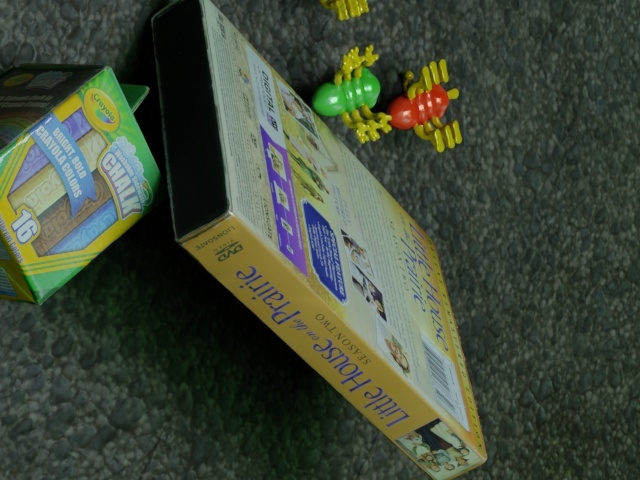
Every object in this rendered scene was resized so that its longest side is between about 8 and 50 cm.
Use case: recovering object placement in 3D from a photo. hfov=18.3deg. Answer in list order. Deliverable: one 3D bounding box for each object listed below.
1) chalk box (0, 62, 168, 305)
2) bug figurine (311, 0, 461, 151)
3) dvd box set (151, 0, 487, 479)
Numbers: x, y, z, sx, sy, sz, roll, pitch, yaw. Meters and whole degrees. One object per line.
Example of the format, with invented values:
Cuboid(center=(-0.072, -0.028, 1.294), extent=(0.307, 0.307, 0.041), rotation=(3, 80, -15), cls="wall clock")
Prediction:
Cuboid(center=(-0.227, -0.063, 1.655), extent=(0.213, 0.132, 0.132), rotation=(-41, 121, -34), cls="chalk box")
Cuboid(center=(0.053, -0.216, 1.967), extent=(0.216, 0.072, 0.279), rotation=(-21, 104, -49), cls="bug figurine")
Cuboid(center=(0.000, 0.000, 1.821), extent=(0.420, 0.062, 0.307), rotation=(45, 24, -40), cls="dvd box set")
